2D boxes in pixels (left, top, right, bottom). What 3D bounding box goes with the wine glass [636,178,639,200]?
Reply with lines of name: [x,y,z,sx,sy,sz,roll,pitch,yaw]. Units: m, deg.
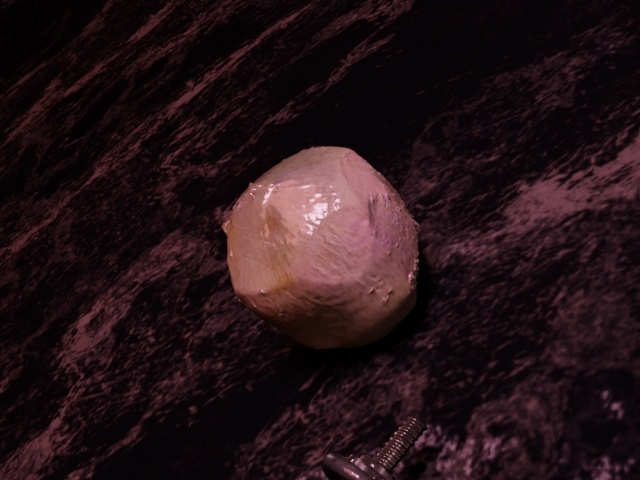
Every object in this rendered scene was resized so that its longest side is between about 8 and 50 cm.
wine glass: [0.293,0.003,0.723,0.066,0.066,0.198,-36,30,12]

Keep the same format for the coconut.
coconut: [-0.001,0.003,0.930,0.194,0.194,0.194,-29,34,22]

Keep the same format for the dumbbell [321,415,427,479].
dumbbell: [-0.005,0.231,0.754,0.254,0.110,0.110,-46,30,-19]
